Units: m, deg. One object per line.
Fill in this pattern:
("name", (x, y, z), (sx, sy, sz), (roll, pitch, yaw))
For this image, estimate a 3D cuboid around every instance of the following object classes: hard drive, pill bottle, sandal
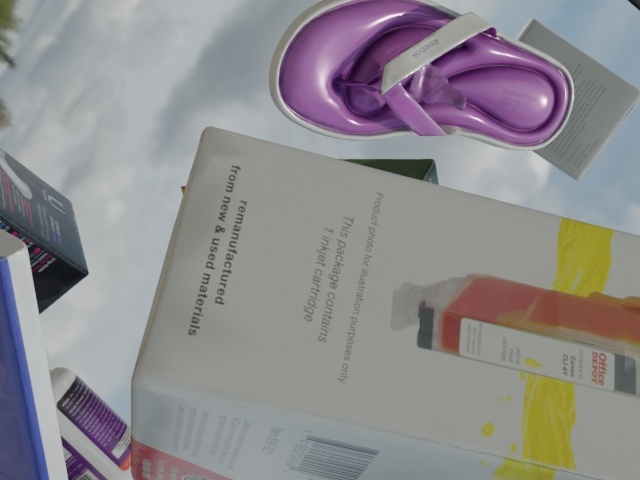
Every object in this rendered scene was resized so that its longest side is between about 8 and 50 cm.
("hard drive", (-0.351, 0.114, 1.182), (0.210, 0.318, 0.040), (23, -141, 35))
("pill bottle", (-0.302, 0.217, 1.359), (0.108, 0.193, 0.108), (-40, -167, 11))
("sandal", (0.139, -0.181, 1.277), (0.102, 0.416, 0.169), (27, -68, 54))

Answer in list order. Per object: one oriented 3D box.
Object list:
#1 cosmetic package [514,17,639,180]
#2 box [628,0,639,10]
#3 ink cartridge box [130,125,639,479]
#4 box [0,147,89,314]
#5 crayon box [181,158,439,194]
("cosmetic package", (0.331, -0.203, 1.640), (0.151, 0.184, 0.151), (-55, 180, 14))
("box", (0.389, -0.523, 1.149), (0.297, 0.480, 0.472), (-59, -164, -19))
("ink cartridge box", (0.084, 0.098, 0.745), (0.279, 0.385, 0.160), (113, -9, -65))
("box", (-0.435, -0.031, 1.413), (0.143, 0.270, 0.165), (-39, -140, 11))
("crayon box", (0.000, 0.000, 1.488), (0.323, 0.203, 0.083), (2, -148, 24))
